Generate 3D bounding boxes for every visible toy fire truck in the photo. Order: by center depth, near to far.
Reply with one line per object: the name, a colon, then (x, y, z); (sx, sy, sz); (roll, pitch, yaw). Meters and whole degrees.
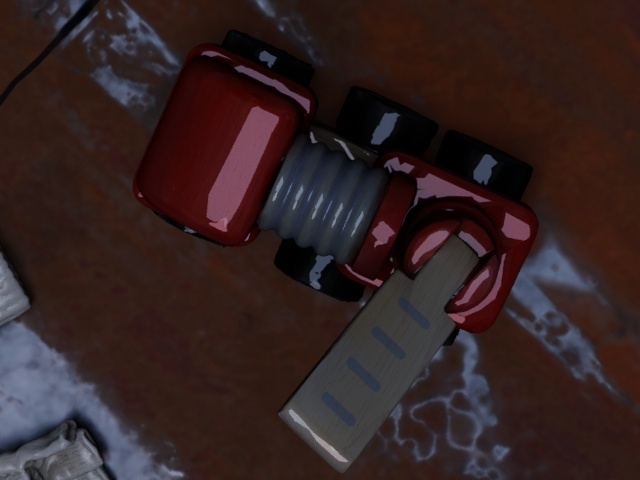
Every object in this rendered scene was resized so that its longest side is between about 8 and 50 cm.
toy fire truck: (0.000, 0.000, 0.852); (0.217, 0.246, 0.158); (25, 98, -1)

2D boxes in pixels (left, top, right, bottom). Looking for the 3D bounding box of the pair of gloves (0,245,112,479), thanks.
pair of gloves: (-0.248, 0.124, 0.984); (0.204, 0.042, 0.240); (-22, 97, 5)
